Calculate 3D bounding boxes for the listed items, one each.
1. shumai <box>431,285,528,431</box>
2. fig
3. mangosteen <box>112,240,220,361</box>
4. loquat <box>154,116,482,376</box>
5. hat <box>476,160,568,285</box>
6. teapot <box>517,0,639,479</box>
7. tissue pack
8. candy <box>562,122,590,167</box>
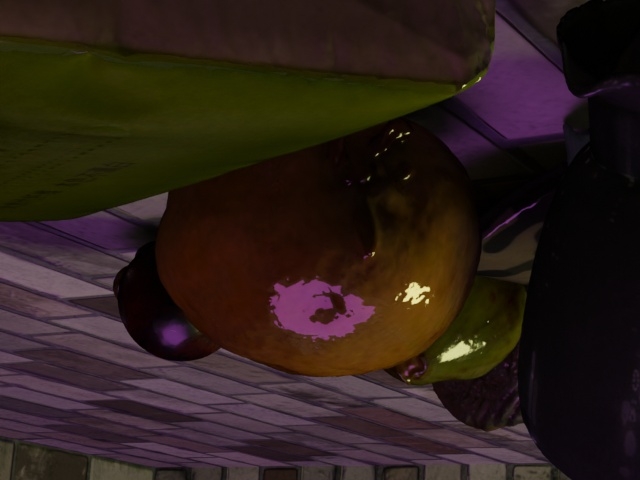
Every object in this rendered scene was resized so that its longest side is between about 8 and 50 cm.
[{"bbox_3d":[0.211,0.109,1.512,0.153,0.161,0.209,-13,152,-33],"label":"shumai"},{"bbox_3d":[0.100,0.066,1.329,0.144,0.154,0.165,-54,171,29],"label":"fig"},{"bbox_3d":[-0.138,0.050,1.389,0.140,0.140,0.140,3,165,1],"label":"mangosteen"},{"bbox_3d":[0.000,0.000,1.011,0.238,0.193,0.238,9,161,3],"label":"loquat"},{"bbox_3d":[0.276,0.064,1.201,0.381,0.257,0.366,-11,170,-27],"label":"hat"},{"bbox_3d":[0.251,-0.023,0.761,0.305,0.285,0.223,-3,-157,8],"label":"teapot"},{"bbox_3d":[-0.108,-0.098,0.439,0.200,0.167,0.274,4,171,-29],"label":"tissue pack"},{"bbox_3d":[0.368,0.045,0.993,0.397,0.263,0.172,-1,-165,2],"label":"candy"}]
